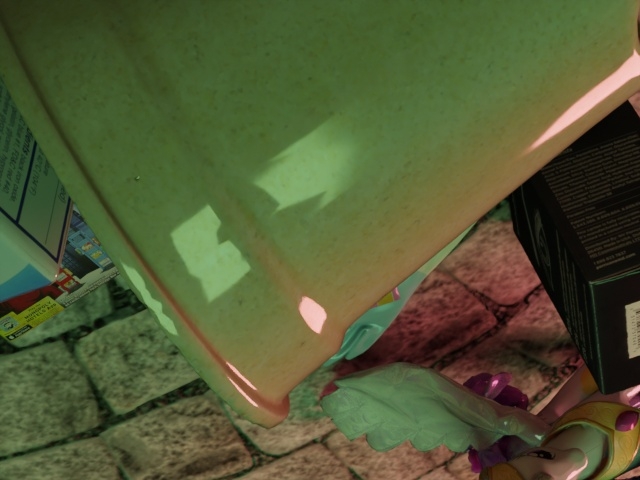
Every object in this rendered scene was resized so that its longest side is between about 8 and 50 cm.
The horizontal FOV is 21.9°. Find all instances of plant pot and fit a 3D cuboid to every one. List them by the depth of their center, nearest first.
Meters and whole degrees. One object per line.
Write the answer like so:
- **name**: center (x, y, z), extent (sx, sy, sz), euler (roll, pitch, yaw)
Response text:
- **plant pot**: center (0.014, -0.110, 0.965), extent (0.305, 0.334, 0.334), euler (-31, 137, 4)

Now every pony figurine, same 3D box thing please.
- **pony figurine**: center (0.201, 0.191, 1.480), extent (0.363, 0.303, 0.351), euler (-27, 175, -34)

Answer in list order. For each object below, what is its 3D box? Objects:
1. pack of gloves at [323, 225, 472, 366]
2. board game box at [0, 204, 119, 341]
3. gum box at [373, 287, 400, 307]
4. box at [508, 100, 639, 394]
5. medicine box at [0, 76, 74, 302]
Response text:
- **pack of gloves**: center (0.000, 0.000, 1.403), extent (0.195, 0.046, 0.232), euler (25, 119, -25)
- **board game box**: center (-0.221, -0.035, 1.251), extent (0.194, 0.060, 0.194), euler (-31, 136, 11)
- **gum box**: center (-0.008, -0.015, 1.321), extent (0.107, 0.062, 0.188), euler (-16, 128, 2)
- **box**: center (0.235, -0.006, 1.352), extent (0.108, 0.207, 0.153), euler (-20, 139, -3)
- **medicine box**: center (-0.340, -0.069, 1.036), extent (0.263, 0.149, 0.289), euler (-19, 135, 25)
